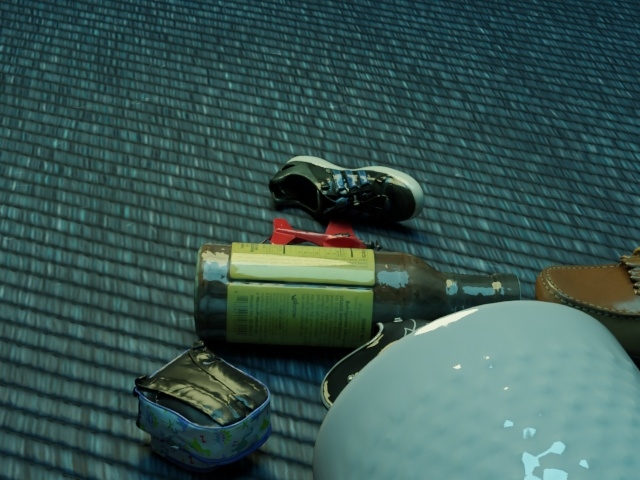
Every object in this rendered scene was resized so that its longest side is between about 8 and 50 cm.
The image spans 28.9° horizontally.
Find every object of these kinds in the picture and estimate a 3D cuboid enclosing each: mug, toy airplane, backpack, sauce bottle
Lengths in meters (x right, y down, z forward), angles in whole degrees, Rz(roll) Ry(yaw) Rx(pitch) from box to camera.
[{"bbox_3d":[0.206,0.265,0.911,0.374,0.276,0.328,22,27,-33],"label":"mug"},{"bbox_3d":[0.000,0.000,1.502,0.151,0.028,0.151,3,30,-2],"label":"toy airplane"},{"bbox_3d":[-0.104,0.164,1.168,0.114,0.084,0.105,21,36,34],"label":"backpack"},{"bbox_3d":[0.039,0.064,1.329,0.344,0.111,0.111,5,32,-2],"label":"sauce bottle"}]

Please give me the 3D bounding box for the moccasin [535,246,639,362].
[{"bbox_3d":[0.424,0.054,1.352,0.380,0.147,0.139,4,32,0],"label":"moccasin"}]

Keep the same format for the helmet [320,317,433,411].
[{"bbox_3d":[0.089,0.154,1.138,0.161,0.169,0.169,-38,49,-27],"label":"helmet"}]

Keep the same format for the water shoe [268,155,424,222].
[{"bbox_3d":[0.030,-0.052,1.558,0.203,0.073,0.080,11,33,30],"label":"water shoe"}]
